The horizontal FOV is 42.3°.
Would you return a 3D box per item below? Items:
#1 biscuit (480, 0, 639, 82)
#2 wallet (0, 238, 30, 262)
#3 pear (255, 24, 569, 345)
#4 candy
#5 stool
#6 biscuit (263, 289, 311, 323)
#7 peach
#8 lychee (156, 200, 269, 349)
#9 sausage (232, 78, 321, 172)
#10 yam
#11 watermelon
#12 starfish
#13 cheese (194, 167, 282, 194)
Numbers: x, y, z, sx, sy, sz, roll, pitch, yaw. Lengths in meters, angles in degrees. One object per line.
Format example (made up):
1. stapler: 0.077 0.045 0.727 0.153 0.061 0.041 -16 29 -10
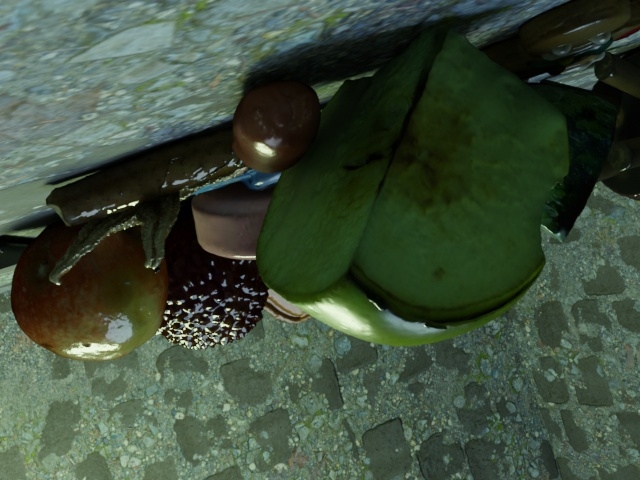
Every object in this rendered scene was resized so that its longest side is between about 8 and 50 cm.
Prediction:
1. biscuit: 0.264 -0.214 0.927 0.197 0.049 0.301 -20 179 3
2. wallet: -0.533 0.030 1.331 0.146 0.030 0.285 -21 180 -4
3. pear: 0.066 -0.023 0.773 0.176 0.286 0.282 31 157 -22
4. candy: -0.080 -0.049 1.304 0.255 0.094 0.255 -7 -161 2
5. stool: 0.508 -0.196 1.406 0.178 0.272 0.272 -4 175 -24
6. biscuit: 0.001 0.000 1.854 0.455 0.350 0.078 -33 -146 -18
7. peach: -0.335 0.057 1.223 0.232 0.232 0.257 -18 143 -21
8. lychee: -0.239 0.064 1.610 0.306 0.330 0.306 -19 -150 12
9. sausage: -0.042 -0.100 0.742 0.077 0.077 0.194 -18 179 -7
10. yam: -0.177 -0.066 0.876 0.241 0.057 0.057 -17 -179 8
11. watermelon: 0.228 -0.090 0.938 0.224 0.180 0.305 -14 -173 7
12. starfish: -0.208 -0.036 0.940 0.295 0.048 0.231 -5 -144 33
13. cheese: -0.081 -0.102 1.184 0.244 0.052 0.135 -17 178 -29
